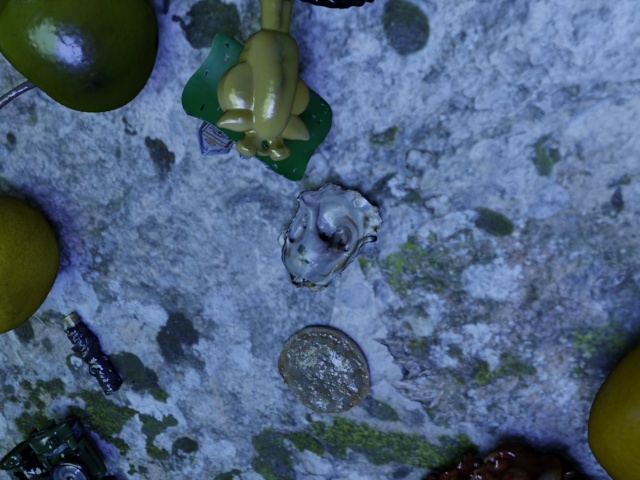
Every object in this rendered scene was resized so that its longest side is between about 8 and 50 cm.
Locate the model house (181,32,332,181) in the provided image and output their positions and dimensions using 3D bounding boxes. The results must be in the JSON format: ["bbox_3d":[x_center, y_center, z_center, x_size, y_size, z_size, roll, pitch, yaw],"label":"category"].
[{"bbox_3d":[-0.084,-0.141,0.792,0.167,0.117,0.088,30,158,-17],"label":"model house"}]

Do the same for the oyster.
[{"bbox_3d":[-0.003,-0.001,0.841,0.108,0.053,0.166,30,114,-14],"label":"oyster"}]

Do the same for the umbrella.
[{"bbox_3d":[-0.364,0.180,1.069,0.037,0.040,0.144,-21,102,36],"label":"umbrella"}]

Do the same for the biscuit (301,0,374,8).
[{"bbox_3d":[0.016,-0.320,0.643,0.194,0.053,0.195,0,90,-14],"label":"biscuit"}]

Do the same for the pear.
[{"bbox_3d":[-0.473,0.028,0.955,0.208,0.209,0.209,8,115,18],"label":"pear"}]

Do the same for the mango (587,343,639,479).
[{"bbox_3d":[0.495,0.206,0.641,0.445,0.232,0.300,9,120,26],"label":"mango"}]

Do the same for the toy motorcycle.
[{"bbox_3d":[-0.473,0.421,1.167,0.275,0.127,0.205,-20,107,24],"label":"toy motorcycle"}]

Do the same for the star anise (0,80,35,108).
[{"bbox_3d":[-0.475,-0.123,0.944,0.227,0.219,0.148,0,155,36],"label":"star anise"}]

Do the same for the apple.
[{"bbox_3d":[-0.276,-0.241,0.769,0.196,0.196,0.157,39,101,2],"label":"apple"}]

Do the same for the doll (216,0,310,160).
[{"bbox_3d":[-0.050,-0.231,0.706,0.117,0.086,0.291,2,95,-23],"label":"doll"}]

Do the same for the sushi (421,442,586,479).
[{"bbox_3d":[0.210,0.383,0.844,0.182,0.196,0.343,42,121,-6],"label":"sushi"}]

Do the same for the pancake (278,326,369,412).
[{"bbox_3d":[0.005,0.181,0.933,0.139,0.022,0.140,8,114,18],"label":"pancake"}]
